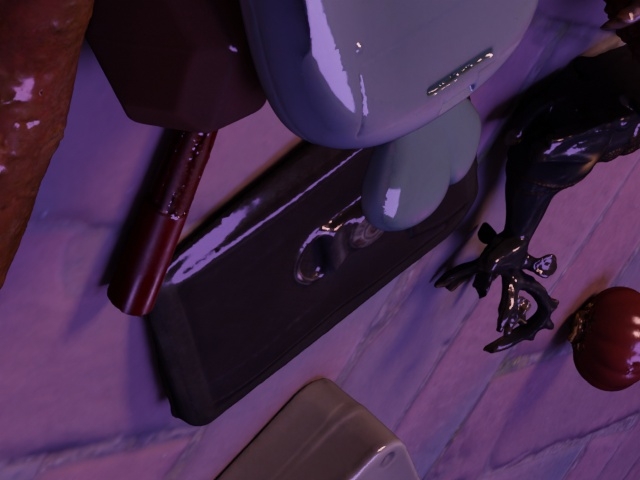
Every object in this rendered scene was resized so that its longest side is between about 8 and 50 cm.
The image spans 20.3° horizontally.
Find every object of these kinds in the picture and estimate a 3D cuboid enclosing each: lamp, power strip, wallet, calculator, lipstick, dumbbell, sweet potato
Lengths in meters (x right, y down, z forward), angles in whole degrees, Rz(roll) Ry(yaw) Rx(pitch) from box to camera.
[{"bbox_3d":[0.279,0.093,1.691,0.101,0.090,0.101,-162,-90,-80],"label":"lamp"},{"bbox_3d":[-0.012,0.255,1.320,0.229,0.141,0.261,-45,155,-12],"label":"power strip"},{"bbox_3d":[0.000,0.000,1.061,0.245,0.052,0.168,-40,152,-21],"label":"wallet"},{"bbox_3d":[0.032,-0.145,0.742,0.185,0.041,0.299,-34,125,-42],"label":"calculator"},{"bbox_3d":[-0.068,-0.038,0.891,0.027,0.027,0.176,-20,142,-52],"label":"lipstick"},{"bbox_3d":[-0.003,-0.119,0.814,0.231,0.092,0.082,-29,122,-45],"label":"dumbbell"},{"bbox_3d":[-0.144,-0.024,0.715,0.072,0.066,0.314,-16,142,-45],"label":"sweet potato"}]

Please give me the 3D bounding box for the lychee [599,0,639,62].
[{"bbox_3d":[0.256,-0.169,1.136,0.197,0.165,0.165,-14,140,-36],"label":"lychee"}]

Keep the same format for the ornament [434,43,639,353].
[{"bbox_3d":[0.177,-0.026,1.324,0.202,0.080,0.236,-28,147,-39],"label":"ornament"}]
